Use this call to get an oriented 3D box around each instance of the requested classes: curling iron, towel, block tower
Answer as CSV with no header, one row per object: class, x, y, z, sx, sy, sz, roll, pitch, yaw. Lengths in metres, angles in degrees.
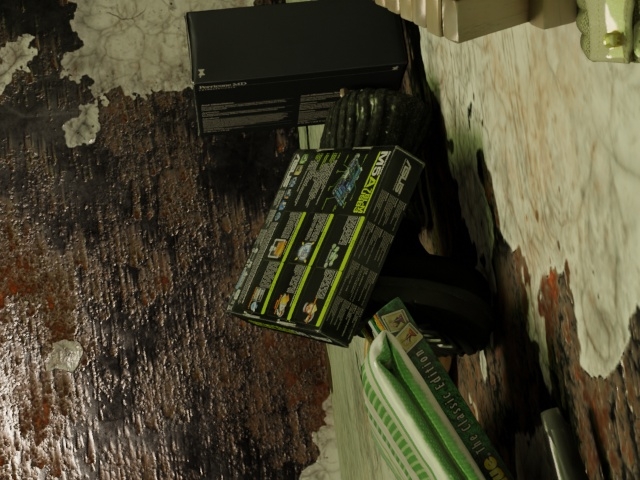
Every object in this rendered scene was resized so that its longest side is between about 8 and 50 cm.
curling iron,0.195,0.235,0.743,0.068,0.035,0.274,98,164,-55
towel,0.112,0.225,0.991,0.248,0.038,0.325,56,172,22
block tower,0.048,-0.238,0.834,0.335,0.097,0.091,39,142,50

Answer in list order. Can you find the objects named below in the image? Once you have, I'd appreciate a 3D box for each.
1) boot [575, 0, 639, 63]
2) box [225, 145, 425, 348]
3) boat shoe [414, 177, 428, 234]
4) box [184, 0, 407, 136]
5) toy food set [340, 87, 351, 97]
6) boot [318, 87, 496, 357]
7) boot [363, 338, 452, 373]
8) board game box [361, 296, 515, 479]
boot,0.153,-0.161,0.495,0.213,0.077,0.165,-97,2,-82
box,0.000,0.000,1.096,0.184,0.045,0.191,6,69,55
boat shoe,0.099,-0.070,1.349,0.043,0.049,0.137,-34,63,60
box,-0.035,-0.220,1.437,0.184,0.261,0.103,108,155,-76
toy food set,0.072,-0.093,1.403,0.132,0.038,0.192,27,-127,-59
boot,0.078,-0.032,1.176,0.348,0.131,0.260,7,69,53
boot,0.094,0.154,1.371,0.211,0.104,0.295,-115,15,-73
board game box,0.119,0.174,0.981,0.260,0.030,0.136,58,169,8
